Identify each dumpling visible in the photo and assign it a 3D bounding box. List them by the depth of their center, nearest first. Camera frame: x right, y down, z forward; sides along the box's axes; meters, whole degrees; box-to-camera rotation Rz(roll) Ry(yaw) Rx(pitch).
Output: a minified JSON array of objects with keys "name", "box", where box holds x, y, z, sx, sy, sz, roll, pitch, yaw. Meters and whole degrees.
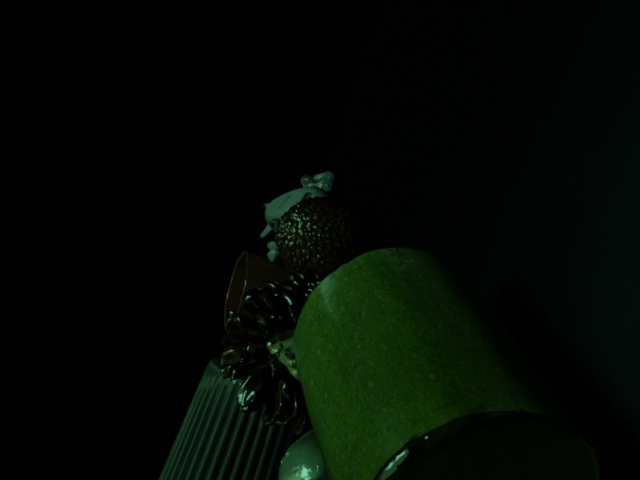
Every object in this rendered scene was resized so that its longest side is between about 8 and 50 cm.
[{"name":"dumpling","box":[-0.016,0.416,1.557,0.153,0.107,0.219,129,148,-58]}]

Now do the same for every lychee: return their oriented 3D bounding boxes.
[{"name":"lychee","box":[0.002,0.001,1.709,0.194,0.194,0.195,-167,90,-74]}]

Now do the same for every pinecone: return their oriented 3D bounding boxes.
[{"name":"pinecone","box":[-0.042,0.201,1.521,0.242,0.295,0.298,-42,60,36]}]

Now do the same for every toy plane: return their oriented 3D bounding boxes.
[{"name":"toy plane","box":[-0.053,-0.059,2.023,0.252,0.118,0.252,-41,20,18]}]

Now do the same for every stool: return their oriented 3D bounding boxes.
[{"name":"stool","box":[-0.158,0.427,1.730,0.297,0.297,0.330,-159,87,-74]}]

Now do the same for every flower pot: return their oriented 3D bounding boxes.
[{"name":"flower pot","box":[-0.118,0.131,2.023,0.190,0.173,0.191,-168,90,-74]}]

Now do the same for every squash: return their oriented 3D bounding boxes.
[{"name":"squash","box":[0.121,0.198,0.981,0.384,0.262,0.263,-116,41,-65]}]

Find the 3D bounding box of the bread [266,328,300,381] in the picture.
[{"name":"bread","box":[0.059,0.192,1.315,0.174,0.251,0.133,-174,74,-73]}]
